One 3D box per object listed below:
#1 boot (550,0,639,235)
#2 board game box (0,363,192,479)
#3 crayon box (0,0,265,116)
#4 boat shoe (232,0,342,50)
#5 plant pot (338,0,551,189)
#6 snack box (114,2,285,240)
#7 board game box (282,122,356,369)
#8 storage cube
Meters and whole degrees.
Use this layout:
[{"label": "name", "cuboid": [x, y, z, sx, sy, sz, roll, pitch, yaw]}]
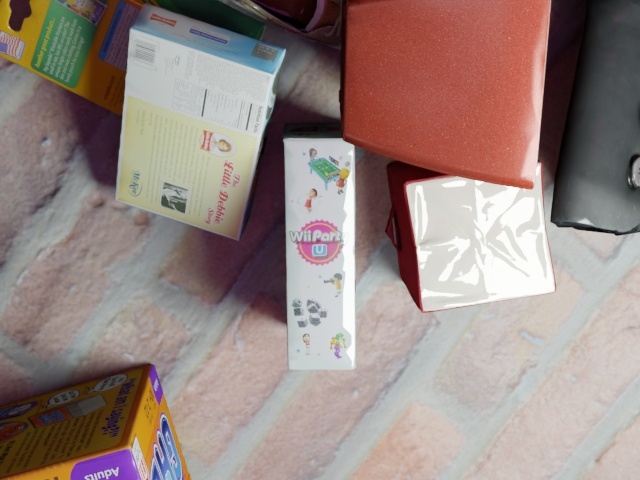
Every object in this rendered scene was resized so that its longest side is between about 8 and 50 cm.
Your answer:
[{"label": "boot", "cuboid": [0.354, -0.233, 1.606, 0.367, 0.146, 0.445, 7, 97, -49]}, {"label": "board game box", "cuboid": [-0.357, 0.423, 1.685, 0.356, 0.356, 0.356, -16, 101, 0]}, {"label": "crayon box", "cuboid": [-0.258, -0.268, 1.647, 0.323, 0.083, 0.203, 26, 138, -8]}, {"label": "boat shoe", "cuboid": [0.005, -0.312, 1.686, 0.302, 0.103, 0.113, 14, 110, -3]}, {"label": "plant pot", "cuboid": [0.142, -0.231, 1.566, 0.235, 0.267, 0.267, 2, 111, -1]}, {"label": "snack box", "cuboid": [-0.164, -0.145, 1.635, 0.187, 0.060, 0.322, 18, 139, 2]}, {"label": "board game box", "cuboid": [0.000, 0.000, 1.694, 0.097, 0.224, 0.303, -1, 100, 0]}, {"label": "storage cube", "cuboid": [0.202, -0.019, 1.715, 0.215, 0.193, 0.184, -8, 101, -2]}]
